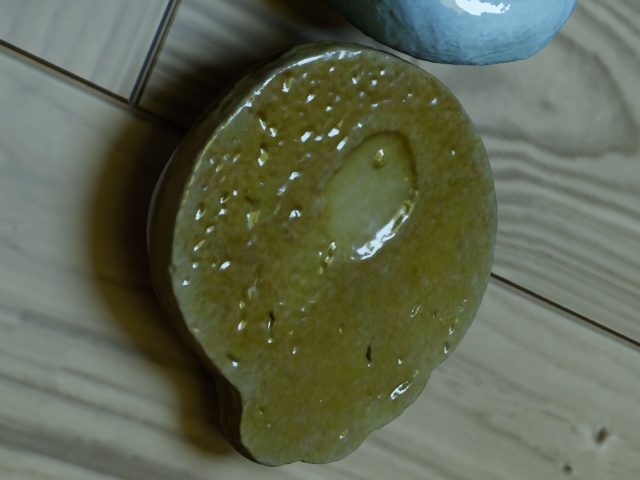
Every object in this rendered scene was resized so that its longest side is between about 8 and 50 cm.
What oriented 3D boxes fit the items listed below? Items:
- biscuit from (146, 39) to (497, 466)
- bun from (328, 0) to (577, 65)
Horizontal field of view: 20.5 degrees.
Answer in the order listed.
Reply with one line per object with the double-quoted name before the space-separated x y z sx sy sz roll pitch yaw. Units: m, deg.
"biscuit" 0.000 0.000 0.836 0.181 0.049 0.208 -41 128 -18
"bun" 0.054 -0.141 0.823 0.141 0.083 0.141 10 65 -23
